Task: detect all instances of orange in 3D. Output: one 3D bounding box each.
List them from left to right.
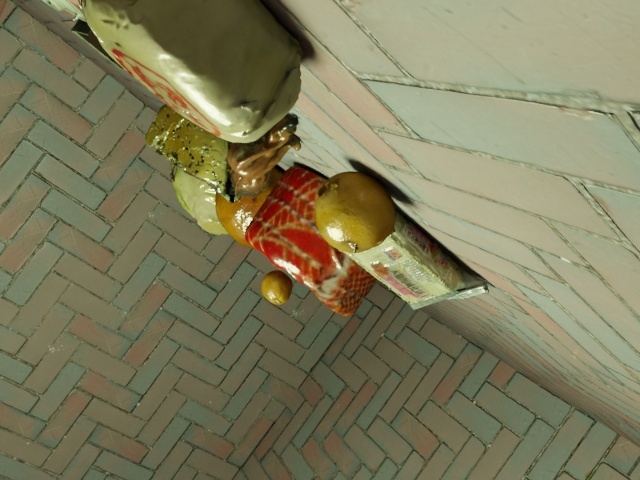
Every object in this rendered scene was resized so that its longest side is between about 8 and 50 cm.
[{"bbox_3d":[-0.178,-0.101,1.984,0.264,0.264,0.264,36,177,2],"label":"orange"},{"bbox_3d":[-0.101,0.111,1.631,0.085,0.085,0.085,36,177,2],"label":"orange"}]

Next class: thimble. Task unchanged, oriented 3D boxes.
[{"bbox_3d":[0.000,0.000,1.644,0.350,0.230,0.350,36,178,1],"label":"thimble"}]

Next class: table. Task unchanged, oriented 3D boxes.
[{"bbox_3d":[-0.514,-0.477,1.657,0.175,0.062,0.146,29,173,47],"label":"table"}]

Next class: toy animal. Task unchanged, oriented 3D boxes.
[{"bbox_3d":[-0.114,-0.151,1.263,0.097,0.157,0.312,35,178,1],"label":"toy animal"}]

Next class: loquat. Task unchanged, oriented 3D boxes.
[{"bbox_3d":[0.056,-0.047,1.156,0.141,0.141,0.141,36,177,2],"label":"loquat"}]

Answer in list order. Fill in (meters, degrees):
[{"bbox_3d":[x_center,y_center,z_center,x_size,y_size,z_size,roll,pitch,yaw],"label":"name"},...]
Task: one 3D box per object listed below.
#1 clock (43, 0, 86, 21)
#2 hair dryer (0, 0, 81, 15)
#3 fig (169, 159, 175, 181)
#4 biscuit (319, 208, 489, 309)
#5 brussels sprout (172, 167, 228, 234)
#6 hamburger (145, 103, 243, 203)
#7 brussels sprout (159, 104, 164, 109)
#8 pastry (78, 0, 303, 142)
[{"bbox_3d":[-0.594,-0.549,1.473,0.244,0.056,0.244,37,177,2],"label":"clock"},{"bbox_3d":[-0.346,-0.329,0.910,0.353,0.210,0.125,18,-175,-44],"label":"hair dryer"},{"bbox_3d":[-0.388,-0.302,2.039,0.148,0.202,0.149,49,-146,6],"label":"fig"},{"bbox_3d":[0.166,0.036,1.351,0.309,0.079,0.186,40,142,-25],"label":"biscuit"},{"bbox_3d":[-0.328,-0.171,2.179,0.274,0.316,0.243,44,133,-17],"label":"brussels sprout"},{"bbox_3d":[-0.279,-0.234,1.686,0.288,0.192,0.168,34,-170,28],"label":"hamburger"},{"bbox_3d":[-0.343,-0.322,1.852,0.181,0.100,0.139,33,-174,25],"label":"brussels sprout"},{"bbox_3d":[-0.142,-0.219,0.767,0.265,0.133,0.265,38,174,5],"label":"pastry"}]
